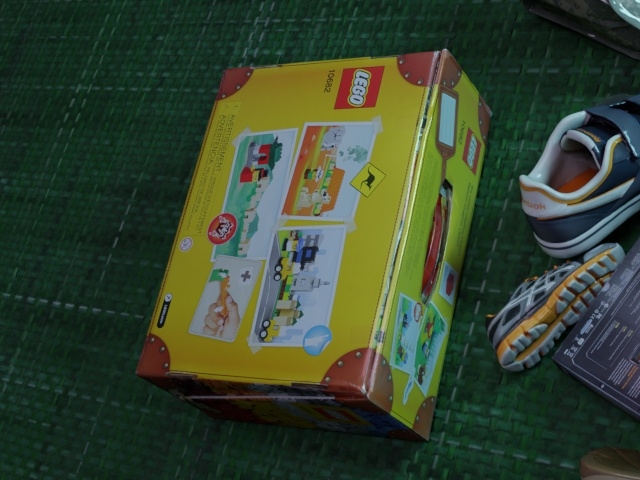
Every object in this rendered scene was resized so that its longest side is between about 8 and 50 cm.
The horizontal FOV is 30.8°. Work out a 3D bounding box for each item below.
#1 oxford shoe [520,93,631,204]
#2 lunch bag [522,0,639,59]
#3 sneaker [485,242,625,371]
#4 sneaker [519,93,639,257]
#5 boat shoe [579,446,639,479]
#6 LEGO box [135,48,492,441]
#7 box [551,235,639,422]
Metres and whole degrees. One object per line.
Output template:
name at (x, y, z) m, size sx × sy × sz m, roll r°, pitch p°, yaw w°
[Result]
oxford shoe at (0.346, -0.121, 1.581) m, size 0.212 × 0.076 × 0.076 m, roll -43°, pitch 11°, yaw -8°
lunch bag at (0.440, -0.393, 1.604) m, size 0.287 × 0.169 × 0.235 m, roll 33°, pitch 85°, yaw 32°
sneaker at (0.298, 0.072, 1.499) m, size 0.215 × 0.084 × 0.083 m, roll -39°, pitch 40°, yaw 4°
sneaker at (0.391, -0.120, 1.478) m, size 0.321 × 0.127 × 0.126 m, roll -40°, pitch 35°, yaw -9°
boat shoe at (0.446, 0.324, 1.271) m, size 0.342 × 0.123 × 0.123 m, roll 9°, pitch 100°, yaw 29°
LEGO box at (0.000, 0.000, 1.640) m, size 0.373 × 0.193 × 0.500 m, roll 1°, pitch 66°, yaw 32°
box at (0.424, 0.106, 1.418) m, size 0.183 × 0.056 × 0.231 m, roll 33°, pitch 85°, yaw 38°
